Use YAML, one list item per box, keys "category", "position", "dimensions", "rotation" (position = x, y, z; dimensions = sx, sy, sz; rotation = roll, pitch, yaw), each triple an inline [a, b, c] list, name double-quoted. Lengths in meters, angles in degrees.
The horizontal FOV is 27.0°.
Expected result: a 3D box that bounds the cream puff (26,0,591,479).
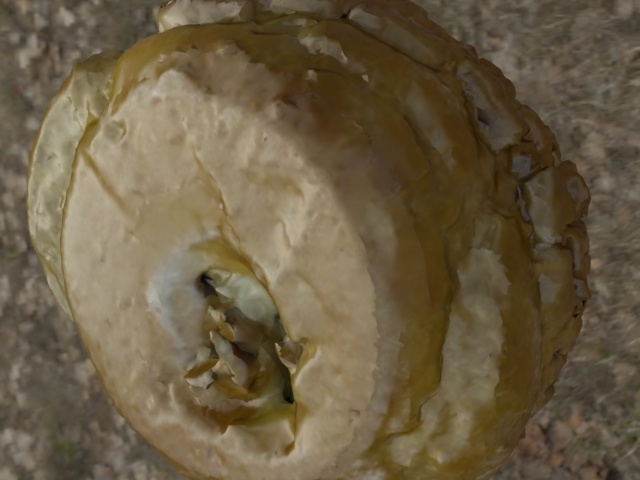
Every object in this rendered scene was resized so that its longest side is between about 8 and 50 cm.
- category: "cream puff"
  position: [0.000, 0.000, 0.804]
  dimensions: [0.342, 0.231, 0.327]
  rotation: [10, 117, 37]
